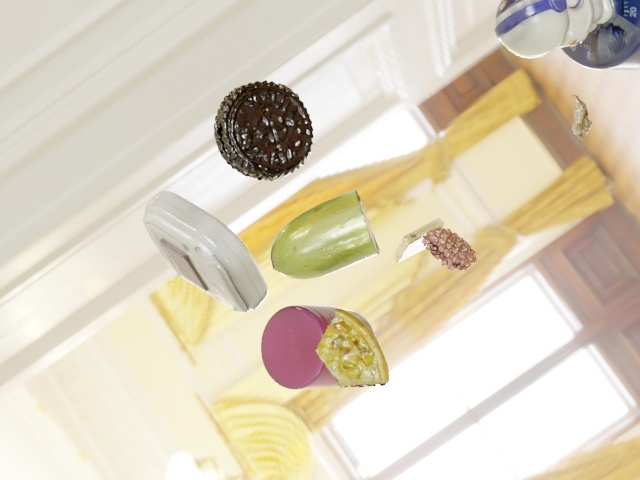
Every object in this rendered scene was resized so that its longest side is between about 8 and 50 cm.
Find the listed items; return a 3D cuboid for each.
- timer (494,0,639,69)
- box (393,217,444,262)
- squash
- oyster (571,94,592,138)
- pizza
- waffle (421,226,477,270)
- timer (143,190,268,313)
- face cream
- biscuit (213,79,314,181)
[{"bbox_3d":[0.486,-0.437,2.029,0.270,0.384,0.270,23,121,46],"label":"timer"},{"bbox_3d":[0.171,0.000,1.870,0.020,0.073,0.149,62,169,10],"label":"box"},{"bbox_3d":[0.000,0.000,1.770,0.123,0.187,0.123,-22,-90,-80],"label":"squash"},{"bbox_3d":[0.444,-0.205,1.808,0.051,0.034,0.093,68,-158,-66],"label":"oyster"},{"bbox_3d":[0.049,0.185,1.753,0.160,0.099,0.036,56,-176,34],"label":"pizza"},{"bbox_3d":[0.185,0.011,1.514,0.083,0.029,0.075,2,-137,-46],"label":"waffle"},{"bbox_3d":[-0.218,0.028,2.004,0.237,0.087,0.262,28,158,30],"label":"timer"},{"bbox_3d":[-0.001,0.223,2.231,0.195,0.175,0.175,6,-136,-52],"label":"face cream"},{"bbox_3d":[-0.103,-0.202,1.965,0.194,0.194,0.053,54,155,-10],"label":"biscuit"}]
